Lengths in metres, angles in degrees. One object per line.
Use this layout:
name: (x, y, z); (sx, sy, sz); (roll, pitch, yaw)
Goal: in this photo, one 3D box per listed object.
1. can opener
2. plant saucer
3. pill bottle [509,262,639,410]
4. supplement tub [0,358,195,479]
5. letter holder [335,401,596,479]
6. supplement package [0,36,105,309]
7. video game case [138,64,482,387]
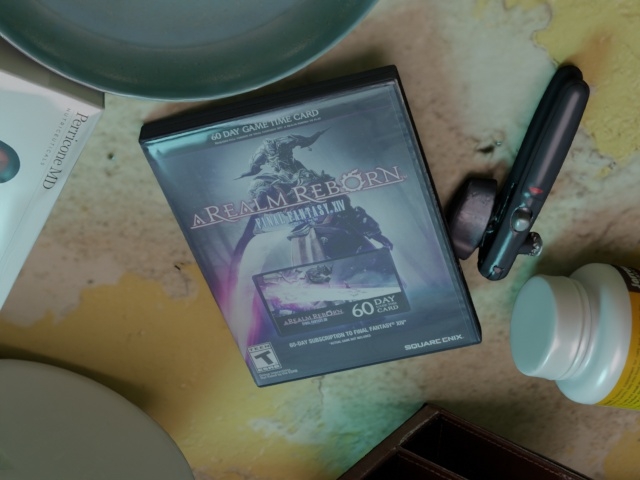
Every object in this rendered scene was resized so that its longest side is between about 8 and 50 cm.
can opener: (0.159, -0.048, 1.081); (0.073, 0.059, 0.186); (14, 124, -20)
plant saucer: (-0.086, -0.242, 0.836); (0.317, 0.044, 0.318); (-6, 110, -15)
pill bottle: (0.271, 0.083, 1.169); (0.215, 0.117, 0.117); (9, 126, -18)
supplement tub: (-0.263, 0.285, 1.123); (0.235, 0.235, 0.325); (19, 113, -24)
letter holder: (0.128, 0.335, 1.225); (0.214, 0.152, 0.302); (22, 123, 29)
supplement package: (-0.270, -0.084, 0.910); (0.203, 0.149, 0.194); (19, 122, -23)
video game case: (0.000, 0.000, 1.090); (0.196, 0.026, 0.274); (-12, 131, 12)
